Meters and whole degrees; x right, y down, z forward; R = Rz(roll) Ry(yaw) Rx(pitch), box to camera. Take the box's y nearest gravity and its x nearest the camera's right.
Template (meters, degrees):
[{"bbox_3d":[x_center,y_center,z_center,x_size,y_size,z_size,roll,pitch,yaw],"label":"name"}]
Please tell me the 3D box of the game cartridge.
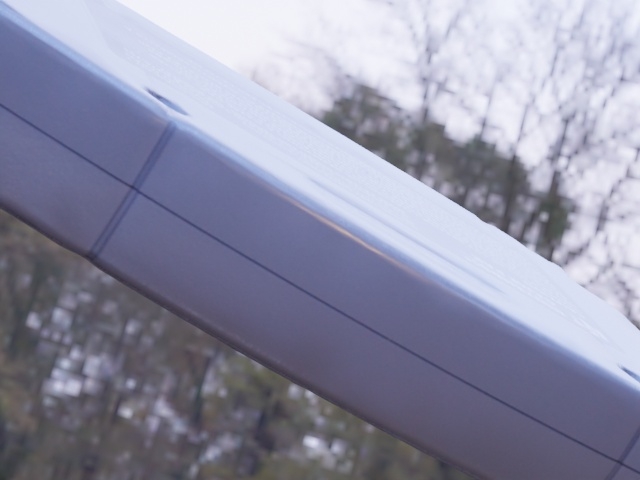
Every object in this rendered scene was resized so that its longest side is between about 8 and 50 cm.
[{"bbox_3d":[0.000,0.000,0.610,0.294,0.060,0.196,30,5,-20],"label":"game cartridge"}]
